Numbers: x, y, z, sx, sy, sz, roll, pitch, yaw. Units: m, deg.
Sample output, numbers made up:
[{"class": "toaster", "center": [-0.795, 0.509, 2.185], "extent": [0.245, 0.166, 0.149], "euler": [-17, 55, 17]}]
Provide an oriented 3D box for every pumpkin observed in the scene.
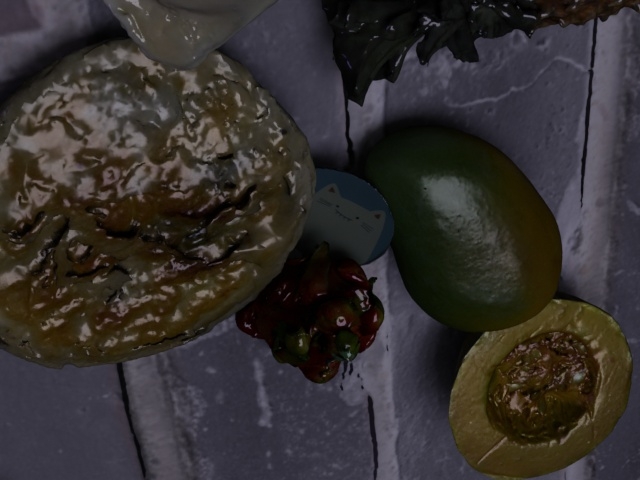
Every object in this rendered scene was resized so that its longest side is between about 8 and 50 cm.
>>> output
[{"class": "pumpkin", "center": [0.224, 0.140, 1.374], "extent": [0.217, 0.110, 0.217], "euler": [-6, 118, -12]}]

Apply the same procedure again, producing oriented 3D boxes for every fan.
[{"class": "fan", "center": [0.000, 0.000, 1.175], "extent": [0.113, 0.005, 0.175], "euler": [28, 132, -5]}]

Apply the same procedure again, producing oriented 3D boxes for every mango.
[{"class": "mango", "center": [0.135, -0.015, 1.199], "extent": [0.156, 0.114, 0.251], "euler": [-27, 119, 13]}]

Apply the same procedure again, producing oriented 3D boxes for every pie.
[{"class": "pie", "center": [-0.163, -0.017, 1.065], "extent": [0.339, 0.077, 0.339], "euler": [-14, 130, -18]}]

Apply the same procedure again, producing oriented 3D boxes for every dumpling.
[{"class": "dumpling", "center": [-0.074, -0.256, 0.901], "extent": [0.179, 0.131, 0.252], "euler": [43, 91, -18]}]

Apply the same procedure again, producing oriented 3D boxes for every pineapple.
[{"class": "pineapple", "center": [0.150, -0.210, 1.044], "extent": [0.310, 0.141, 0.170], "euler": [-26, 158, 3]}]

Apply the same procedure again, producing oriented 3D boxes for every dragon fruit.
[{"class": "dragon fruit", "center": [-0.011, 0.070, 1.167], "extent": [0.138, 0.175, 0.142], "euler": [-7, 106, -2]}]
